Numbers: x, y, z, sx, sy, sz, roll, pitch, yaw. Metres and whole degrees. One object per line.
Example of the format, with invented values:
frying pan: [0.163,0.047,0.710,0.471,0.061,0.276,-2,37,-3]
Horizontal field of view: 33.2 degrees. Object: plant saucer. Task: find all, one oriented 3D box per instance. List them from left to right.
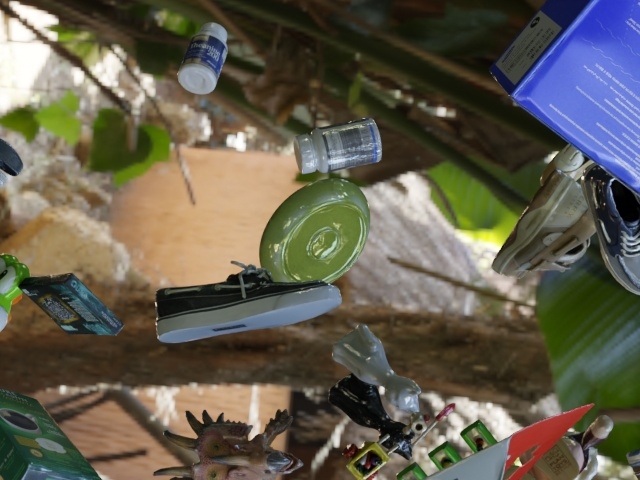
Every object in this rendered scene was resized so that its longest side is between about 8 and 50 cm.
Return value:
plant saucer: [0.000,0.000,1.984,0.037,0.241,0.241,43,-40,43]

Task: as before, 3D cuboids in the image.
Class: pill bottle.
pill bottle: [-0.196,-0.313,1.827,0.067,0.067,0.120,92,9,-54]
pill bottle: [0.028,-0.156,1.804,0.078,0.137,0.078,168,-90,-81]

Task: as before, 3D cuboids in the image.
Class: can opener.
can opener: [-0.711,-0.211,2.105,0.280,0.074,0.093,48,51,-30]

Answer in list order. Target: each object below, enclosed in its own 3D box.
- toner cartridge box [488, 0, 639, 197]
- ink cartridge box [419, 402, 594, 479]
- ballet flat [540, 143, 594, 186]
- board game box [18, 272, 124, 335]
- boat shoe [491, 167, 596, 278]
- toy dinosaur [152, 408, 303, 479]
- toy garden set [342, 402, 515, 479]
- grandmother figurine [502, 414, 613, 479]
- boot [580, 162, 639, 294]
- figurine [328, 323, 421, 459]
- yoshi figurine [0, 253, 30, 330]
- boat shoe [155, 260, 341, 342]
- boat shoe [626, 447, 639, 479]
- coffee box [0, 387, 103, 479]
toner cartridge box: [0.333,-0.107,0.949,0.165,0.348,0.075,-49,-156,19]
ink cartridge box: [0.146,0.358,1.290,0.091,0.385,0.308,59,-31,25]
ballet flat: [0.556,-0.195,2.271,0.080,0.232,0.073,50,-2,34]
board game box: [-0.415,0.108,1.781,0.126,0.186,0.026,49,60,-24]
boat shoe: [0.347,0.003,1.643,0.121,0.110,0.341,-54,171,-12]
toy dinosaur: [-0.127,0.282,1.171,0.200,0.295,0.127,17,32,-54]
toy garden set: [0.179,0.388,1.844,0.204,0.244,0.049,51,11,-13]
grandmother figurine: [0.373,0.343,1.678,0.104,0.208,0.342,58,12,17]
boot: [0.385,-0.006,1.345,0.190,0.069,0.086,60,3,-13]
figurine: [0.117,0.300,2.095,0.209,0.092,0.214,42,-36,35]
yoshi figurine: [-0.650,0.141,1.785,0.362,0.203,0.203,-50,180,-17]
boat shoe: [-0.121,0.089,1.747,0.113,0.306,0.104,43,37,-68]
boat shoe: [0.591,0.352,1.752,0.066,0.183,0.066,116,-42,-79]
coffee box: [-0.339,0.231,1.234,0.113,0.184,0.040,30,94,-48]
